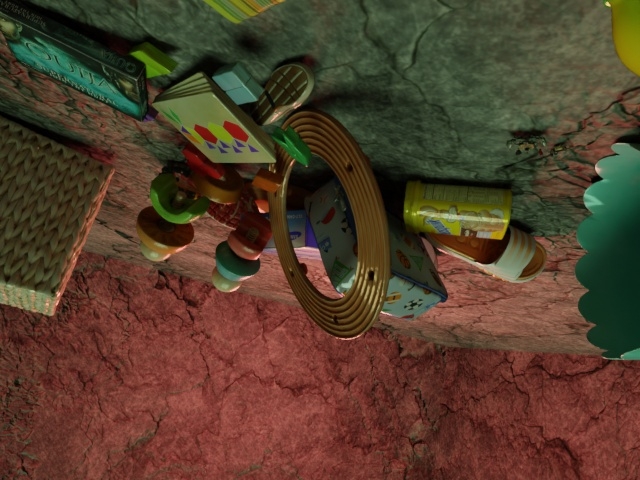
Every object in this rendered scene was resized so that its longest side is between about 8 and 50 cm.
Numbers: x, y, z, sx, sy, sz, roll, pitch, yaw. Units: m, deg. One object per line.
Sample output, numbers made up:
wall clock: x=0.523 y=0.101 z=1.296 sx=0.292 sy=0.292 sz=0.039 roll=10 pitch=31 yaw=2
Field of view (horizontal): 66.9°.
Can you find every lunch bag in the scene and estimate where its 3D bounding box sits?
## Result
lunch bag: x=0.102 y=0.009 z=0.897 sx=0.115 sy=0.243 sz=0.303 roll=-34 pitch=140 yaw=24

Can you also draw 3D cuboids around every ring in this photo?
ring: x=0.004 y=-0.021 z=0.717 sx=0.032 sy=0.337 sz=0.336 roll=-13 pitch=177 yaw=-27

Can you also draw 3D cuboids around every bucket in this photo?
bucket: x=0.445 y=0.019 z=0.585 sx=0.182 sy=0.281 sz=0.281 roll=4 pitch=164 yaw=12

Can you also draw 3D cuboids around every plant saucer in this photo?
plant saucer: x=-0.080 y=-0.075 z=1.071 sx=0.199 sy=0.037 sz=0.200 roll=12 pitch=165 yaw=3

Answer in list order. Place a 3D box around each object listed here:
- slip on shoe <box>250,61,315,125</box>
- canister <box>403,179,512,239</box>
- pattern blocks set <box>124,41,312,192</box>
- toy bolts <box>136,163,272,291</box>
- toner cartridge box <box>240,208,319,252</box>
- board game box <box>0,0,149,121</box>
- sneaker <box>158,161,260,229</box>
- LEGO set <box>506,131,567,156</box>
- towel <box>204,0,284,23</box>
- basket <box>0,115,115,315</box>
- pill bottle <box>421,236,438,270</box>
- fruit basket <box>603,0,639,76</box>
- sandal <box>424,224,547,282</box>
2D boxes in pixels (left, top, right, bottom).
slip on shoe: x=-0.044 y=-0.189 z=0.629 sx=0.041 sy=0.052 sz=0.135 roll=-26 pitch=180 yaw=-36
canister: x=0.236 y=-0.051 z=0.845 sx=0.169 sy=0.074 sz=0.126 roll=6 pitch=165 yaw=16
pattern blocks set: x=-0.156 y=-0.167 z=0.701 sx=0.324 sy=0.026 sz=0.285 roll=14 pitch=157 yaw=38
toy bolts: x=-0.203 y=-0.015 z=0.910 sx=0.228 sy=0.218 sz=0.158 roll=35 pitch=123 yaw=0
toner cartridge box: x=0.000 y=0.000 z=1.060 sx=0.165 sy=0.075 sz=0.347 roll=-3 pitch=172 yaw=33
board game box: x=-0.324 y=-0.235 z=0.646 sx=0.186 sy=0.026 sz=0.126 roll=25 pitch=163 yaw=-11
sneaker: x=-0.226 y=-0.092 z=1.028 sx=0.225 sy=0.088 sz=0.093 roll=30 pitch=174 yaw=0
LEGO set: x=0.281 y=-0.129 z=0.638 sx=0.083 sy=0.024 sz=0.054 roll=6 pitch=172 yaw=-31
towel: x=-0.031 y=-0.256 z=0.416 sx=0.237 sy=0.021 sz=0.102 roll=-2 pitch=165 yaw=40
basket: x=-0.644 y=-0.030 z=1.031 sx=0.266 sy=0.332 sz=0.328 roll=24 pitch=155 yaw=-23
pill bottle: x=0.226 y=0.068 z=1.189 sx=0.121 sy=0.121 sz=0.221 roll=8 pitch=165 yaw=14
fruit basket: x=0.359 y=-0.108 z=0.243 sx=0.391 sy=0.392 sz=0.283 roll=21 pitch=137 yaw=-30
sandal: x=0.331 y=0.011 z=0.938 sx=0.265 sy=0.102 sz=0.076 roll=17 pitch=167 yaw=-9
